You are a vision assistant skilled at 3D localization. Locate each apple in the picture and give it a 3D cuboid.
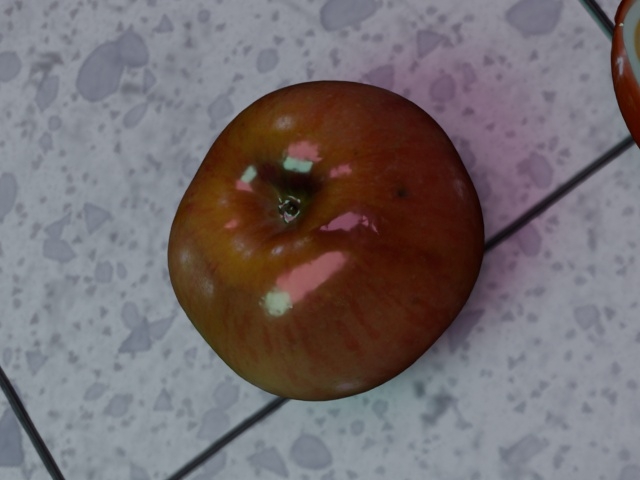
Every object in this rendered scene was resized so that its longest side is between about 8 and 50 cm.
[{"bbox_3d":[0.000,0.000,1.045,0.209,0.164,0.209,-5,75,19],"label":"apple"}]

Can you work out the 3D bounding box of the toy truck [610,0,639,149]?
[{"bbox_3d":[0.287,-0.138,0.928,0.265,0.239,0.189,-33,70,12],"label":"toy truck"}]
